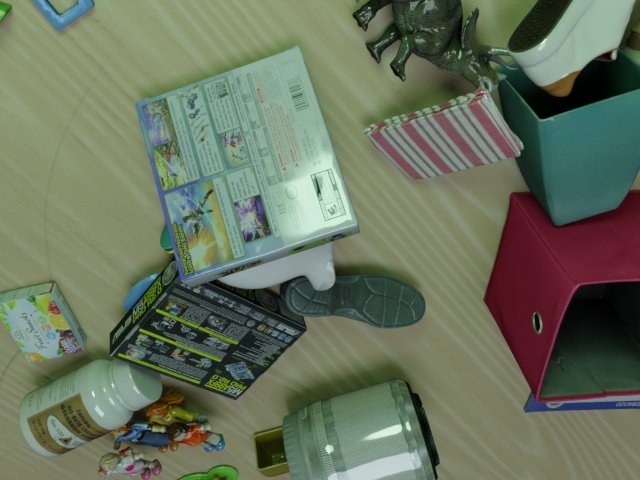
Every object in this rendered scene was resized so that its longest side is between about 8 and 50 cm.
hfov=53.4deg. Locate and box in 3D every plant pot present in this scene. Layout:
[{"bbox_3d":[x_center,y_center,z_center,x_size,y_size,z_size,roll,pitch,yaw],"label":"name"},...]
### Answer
[{"bbox_3d":[0.381,-0.149,0.965,0.166,0.165,0.234,-17,130,3],"label":"plant pot"},{"bbox_3d":[-0.090,0.460,1.362,0.081,0.081,0.083,-16,137,2],"label":"plant pot"}]

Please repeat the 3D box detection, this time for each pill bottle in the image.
[{"bbox_3d":[-0.413,0.291,1.157,0.229,0.131,0.131,-26,124,9],"label":"pill bottle"}]

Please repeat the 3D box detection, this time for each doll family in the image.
[{"bbox_3d":[-0.328,0.374,1.249,0.263,0.118,0.163,-28,143,15],"label":"doll family"}]

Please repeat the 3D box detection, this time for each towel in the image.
[{"bbox_3d":[0.183,-0.151,0.948,0.197,0.029,0.144,-11,146,36],"label":"towel"}]

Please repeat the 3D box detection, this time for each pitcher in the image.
[{"bbox_3d":[-0.073,-0.012,0.985,0.207,0.125,0.177,6,88,-36],"label":"pitcher"}]

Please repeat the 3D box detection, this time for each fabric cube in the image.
[{"bbox_3d":[0.457,0.085,1.077,0.259,0.258,0.254,-2,126,-8],"label":"fabric cube"}]

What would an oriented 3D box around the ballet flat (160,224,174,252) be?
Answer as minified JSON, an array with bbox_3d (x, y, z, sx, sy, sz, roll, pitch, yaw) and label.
[{"bbox_3d":[-0.162,-0.059,0.995,0.077,0.077,0.231,20,119,-40],"label":"ballet flat"}]

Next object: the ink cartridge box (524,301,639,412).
[{"bbox_3d":[0.638,0.272,1.352,0.324,0.071,0.330,1,123,-10],"label":"ink cartridge box"}]

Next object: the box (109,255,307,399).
[{"bbox_3d":[-0.193,0.159,1.116,0.270,0.060,0.216,29,114,-33],"label":"box"}]

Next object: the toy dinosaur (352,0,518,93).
[{"bbox_3d":[0.129,-0.323,0.848,0.160,0.121,0.313,-35,119,1],"label":"toy dinosaur"}]

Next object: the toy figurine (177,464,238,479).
[{"bbox_3d":[-0.248,0.601,1.382,0.173,0.159,0.130,-37,122,15],"label":"toy figurine"}]

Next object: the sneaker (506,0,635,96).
[{"bbox_3d":[0.372,-0.318,0.848,0.123,0.106,0.290,40,89,-30],"label":"sneaker"}]

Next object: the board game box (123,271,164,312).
[{"bbox_3d":[-0.257,0.108,1.117,0.133,0.033,0.168,-28,130,5],"label":"board game box"}]

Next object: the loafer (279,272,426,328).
[{"bbox_3d":[0.057,0.099,1.145,0.268,0.084,0.096,9,92,-19],"label":"loafer"}]

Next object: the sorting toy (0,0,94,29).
[{"bbox_3d":[-0.402,-0.401,0.730,0.196,0.047,0.347,-17,125,3],"label":"sorting toy"}]

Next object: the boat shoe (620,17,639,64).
[{"bbox_3d":[0.604,-0.284,0.929,0.324,0.122,0.119,2,121,-12],"label":"boat shoe"}]

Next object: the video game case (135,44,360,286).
[{"bbox_3d":[-0.102,-0.101,0.875,0.244,0.269,0.061,-18,168,2],"label":"video game case"}]

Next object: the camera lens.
[{"bbox_3d":[0.084,0.409,1.264,0.274,0.219,0.219,-16,125,3],"label":"camera lens"}]

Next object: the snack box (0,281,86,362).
[{"bbox_3d":[-0.482,0.143,1.101,0.100,0.037,0.141,-12,125,1],"label":"snack box"}]
